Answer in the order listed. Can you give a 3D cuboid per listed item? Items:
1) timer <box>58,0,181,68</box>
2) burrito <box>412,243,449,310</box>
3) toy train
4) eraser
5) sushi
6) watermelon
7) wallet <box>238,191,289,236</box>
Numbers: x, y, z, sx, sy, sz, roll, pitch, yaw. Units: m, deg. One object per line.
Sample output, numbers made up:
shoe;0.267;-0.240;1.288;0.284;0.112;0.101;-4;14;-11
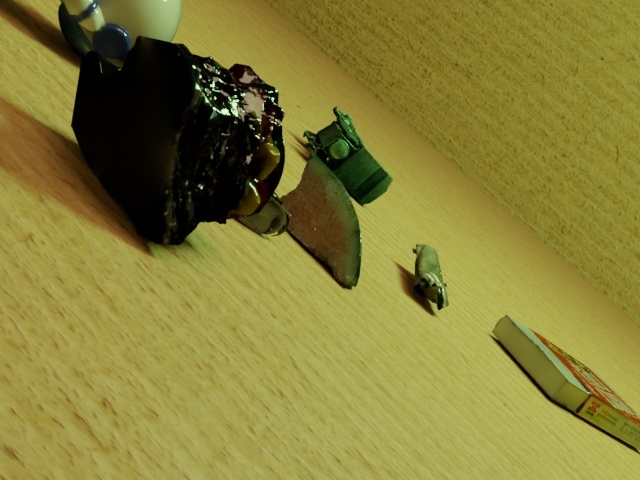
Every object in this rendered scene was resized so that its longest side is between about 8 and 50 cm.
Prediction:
timer;-0.290;-0.335;1.404;0.383;0.270;0.270;51;3;-31
burrito;0.138;0.045;1.688;0.171;0.042;0.051;-77;146;-73
toy train;0.041;-0.130;2.038;0.132;0.083;0.200;49;8;-10
eraser;0.345;0.195;1.791;0.230;0.038;0.157;31;13;-39
sushi;-0.104;-0.087;1.118;0.150;0.153;0.172;4;11;-38
watermelon;0.011;-0.001;1.459;0.155;0.080;0.101;45;-24;39
wallet;-0.117;-0.106;1.392;0.170;0.069;0.231;39;10;-31
